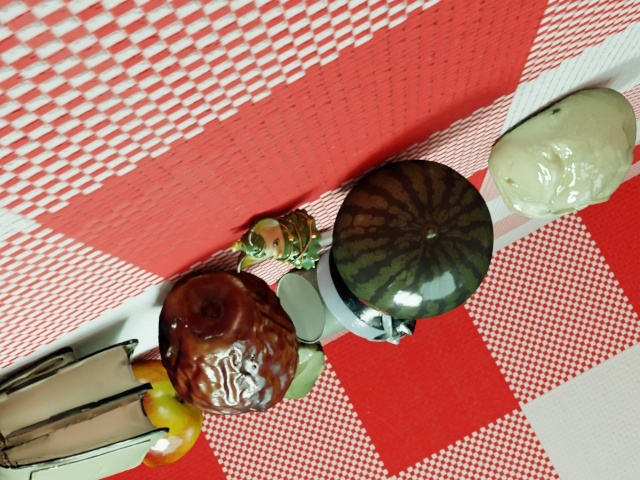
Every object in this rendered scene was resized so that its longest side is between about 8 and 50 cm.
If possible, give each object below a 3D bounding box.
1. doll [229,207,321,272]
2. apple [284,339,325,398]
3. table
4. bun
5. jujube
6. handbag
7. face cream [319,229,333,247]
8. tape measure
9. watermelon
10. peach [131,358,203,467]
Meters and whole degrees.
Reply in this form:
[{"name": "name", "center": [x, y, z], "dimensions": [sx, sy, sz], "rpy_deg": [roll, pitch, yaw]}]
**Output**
[{"name": "doll", "center": [-0.061, -0.007, 1.371], "dimensions": [0.113, 0.077, 0.078], "rpy_deg": [6, 129, -21]}, {"name": "apple", "center": [-0.101, 0.237, 2.239], "dimensions": [0.188, 0.174, 0.207], "rpy_deg": [15, 150, -37]}, {"name": "table", "center": [0.045, 0.082, 1.932], "dimensions": [0.220, 0.126, 0.126], "rpy_deg": [-21, 169, -39]}, {"name": "bun", "center": [0.385, -0.121, 1.728], "dimensions": [0.259, 0.160, 0.259], "rpy_deg": [-30, 170, -6]}, {"name": "jujube", "center": [-0.126, 0.141, 1.533], "dimensions": [0.197, 0.197, 0.290], "rpy_deg": [-27, 156, -7]}, {"name": "handbag", "center": [-0.373, 0.269, 1.613], "dimensions": [0.236, 0.160, 0.358], "rpy_deg": [-19, 168, -22]}, {"name": "face cream", "center": [0.000, 0.000, 1.662], "dimensions": [0.040, 0.021, 0.083], "rpy_deg": [-35, 170, 40]}, {"name": "tape measure", "center": [0.082, 0.070, 1.807], "dimensions": [0.107, 0.181, 0.182], "rpy_deg": [-40, -161, 37]}, {"name": "watermelon", "center": [0.119, -0.001, 1.425], "dimensions": [0.212, 0.212, 0.212], "rpy_deg": [-28, 171, -5]}, {"name": "peach", "center": [-0.300, 0.301, 1.937], "dimensions": [0.192, 0.190, 0.190], "rpy_deg": [-33, 170, 27]}]
